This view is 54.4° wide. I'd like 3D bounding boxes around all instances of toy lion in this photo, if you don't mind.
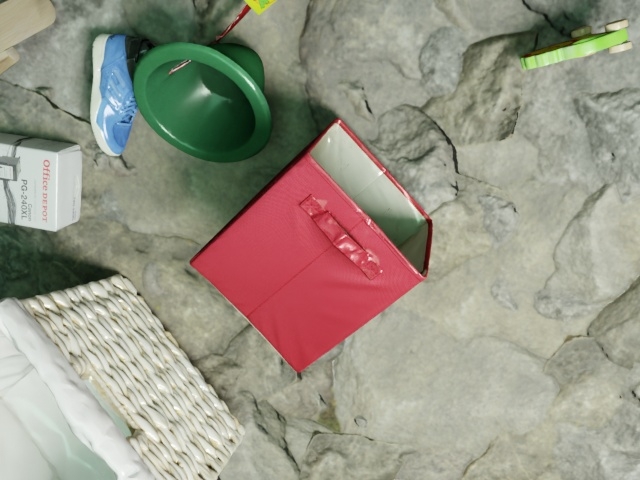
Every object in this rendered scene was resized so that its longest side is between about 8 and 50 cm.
[{"bbox_3d":[0.279,-0.215,0.702,0.096,0.100,0.034,-21,105,-7],"label":"toy lion"}]

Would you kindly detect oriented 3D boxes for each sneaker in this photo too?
[{"bbox_3d":[-0.239,-0.181,0.789,0.084,0.058,0.152,6,100,14],"label":"sneaker"}]

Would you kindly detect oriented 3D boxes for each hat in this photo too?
[{"bbox_3d":[-0.106,-0.224,0.782,0.208,0.183,0.173,-9,134,35],"label":"hat"}]

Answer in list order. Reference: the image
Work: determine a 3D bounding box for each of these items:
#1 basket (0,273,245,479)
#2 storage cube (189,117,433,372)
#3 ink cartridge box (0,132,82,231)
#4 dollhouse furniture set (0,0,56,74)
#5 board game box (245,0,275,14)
[{"bbox_3d":[-0.333,0.268,0.796,0.331,0.266,0.328,-39,87,13],"label":"basket"},{"bbox_3d":[0.000,0.000,0.739,0.193,0.215,0.183,-40,99,22],"label":"storage cube"},{"bbox_3d":[-0.406,-0.082,0.834,0.150,0.063,0.109,9,107,4],"label":"ink cartridge box"},{"bbox_3d":[-0.548,-0.314,0.798,0.355,0.174,0.303,-13,120,40],"label":"dollhouse furniture set"},{"bbox_3d":[-0.077,-0.346,0.682,0.092,0.043,0.181,-34,65,14],"label":"board game box"}]
